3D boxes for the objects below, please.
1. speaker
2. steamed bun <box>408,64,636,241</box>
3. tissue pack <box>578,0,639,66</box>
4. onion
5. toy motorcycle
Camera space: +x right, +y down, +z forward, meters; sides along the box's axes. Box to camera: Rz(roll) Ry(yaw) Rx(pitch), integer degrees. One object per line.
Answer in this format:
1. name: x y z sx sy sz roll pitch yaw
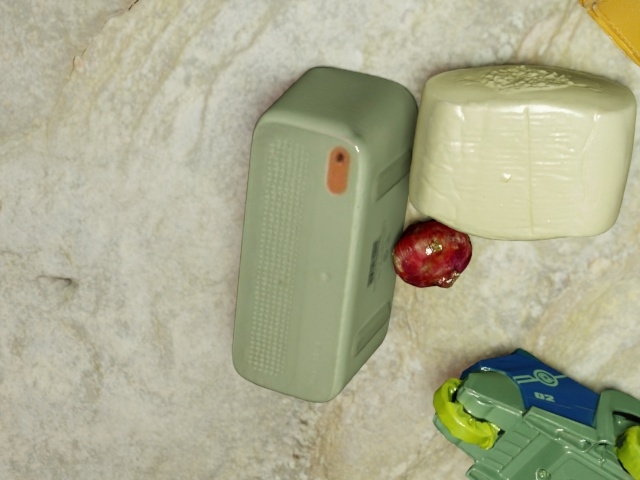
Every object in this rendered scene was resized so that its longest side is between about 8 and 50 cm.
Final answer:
1. speaker: 0.000 0.000 1.402 0.183 0.184 0.406 15 118 17
2. steamed bun: 0.234 -0.106 1.275 0.250 0.155 0.200 7 118 13
3. tissue pack: 0.396 -0.318 1.075 0.274 0.194 0.145 -30 127 31
4. onion: 0.146 0.020 1.399 0.107 0.107 0.097 -51 48 31
5. toy motorcycle: 0.291 0.246 1.399 0.326 0.200 0.191 33 121 -7
